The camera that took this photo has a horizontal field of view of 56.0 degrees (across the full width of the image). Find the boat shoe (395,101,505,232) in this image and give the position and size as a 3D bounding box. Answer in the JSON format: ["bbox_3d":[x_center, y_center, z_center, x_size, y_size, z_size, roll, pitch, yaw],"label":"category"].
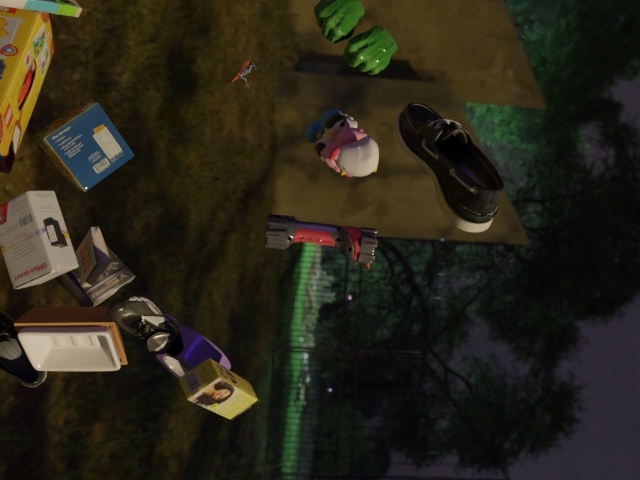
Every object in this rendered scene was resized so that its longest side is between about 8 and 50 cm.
[{"bbox_3d":[0.221,-0.152,1.022,0.091,0.115,0.302,107,-34,-46],"label":"boat shoe"}]

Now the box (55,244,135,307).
[{"bbox_3d":[-0.794,0.120,2.118,0.056,0.183,0.231,-40,-177,31],"label":"box"}]

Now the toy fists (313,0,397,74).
[{"bbox_3d":[0.096,-0.621,1.822,0.142,0.279,0.096,-46,-173,-27],"label":"toy fists"}]

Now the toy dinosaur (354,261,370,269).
[{"bbox_3d":[0.138,0.048,2.129,0.112,0.064,0.211,48,6,24],"label":"toy dinosaur"}]

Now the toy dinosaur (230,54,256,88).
[{"bbox_3d":[-0.216,-0.465,1.649,0.090,0.082,0.047,61,9,-49],"label":"toy dinosaur"}]

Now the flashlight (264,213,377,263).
[{"bbox_3d":[0.000,0.000,1.660,0.103,0.304,0.103,-94,-170,-68],"label":"flashlight"}]

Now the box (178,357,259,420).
[{"bbox_3d":[-0.224,0.340,1.360,0.058,0.087,0.232,55,0,31],"label":"box"}]

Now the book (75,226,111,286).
[{"bbox_3d":[-0.551,0.040,1.447,0.144,0.035,0.096,-39,-116,46],"label":"book"}]

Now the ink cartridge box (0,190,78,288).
[{"bbox_3d":[-0.599,-0.001,1.260,0.072,0.128,0.175,-12,82,-67],"label":"ink cartridge box"}]

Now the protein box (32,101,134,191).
[{"bbox_3d":[-0.743,-0.298,1.895,0.136,0.200,0.201,17,-37,49],"label":"protein box"}]

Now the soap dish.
[{"bbox_3d":[-0.759,0.303,1.865,0.228,0.291,0.118,94,-5,-45],"label":"soap dish"}]

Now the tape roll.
[{"bbox_3d":[-0.333,0.309,1.565,0.080,0.189,0.189,-53,165,-31],"label":"tape roll"}]

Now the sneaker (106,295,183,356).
[{"bbox_3d":[-0.370,0.196,1.322,0.106,0.078,0.234,52,1,32],"label":"sneaker"}]

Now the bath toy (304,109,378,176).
[{"bbox_3d":[0.051,-0.262,1.685,0.348,0.129,0.151,-122,-146,-61],"label":"bath toy"}]

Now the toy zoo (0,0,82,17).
[{"bbox_3d":[-0.734,-0.613,1.410,0.030,0.192,0.293,-48,167,28],"label":"toy zoo"}]

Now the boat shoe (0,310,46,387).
[{"bbox_3d":[-1.027,0.347,1.960,0.340,0.127,0.113,58,-19,-9],"label":"boat shoe"}]

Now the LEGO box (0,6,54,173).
[{"bbox_3d":[-0.984,-0.451,1.628,0.193,0.373,0.499,113,-19,-56],"label":"LEGO box"}]
